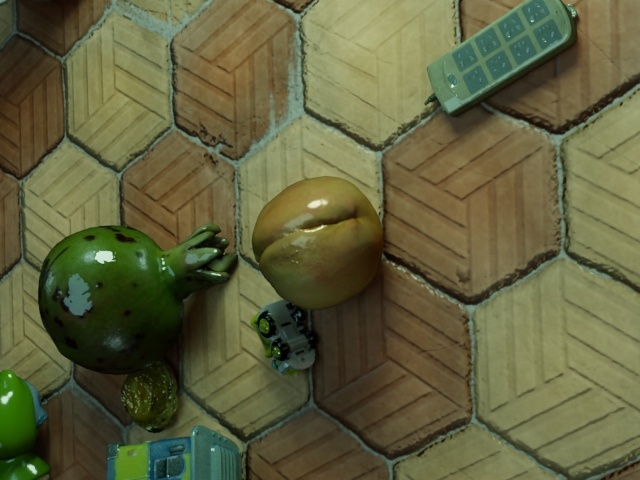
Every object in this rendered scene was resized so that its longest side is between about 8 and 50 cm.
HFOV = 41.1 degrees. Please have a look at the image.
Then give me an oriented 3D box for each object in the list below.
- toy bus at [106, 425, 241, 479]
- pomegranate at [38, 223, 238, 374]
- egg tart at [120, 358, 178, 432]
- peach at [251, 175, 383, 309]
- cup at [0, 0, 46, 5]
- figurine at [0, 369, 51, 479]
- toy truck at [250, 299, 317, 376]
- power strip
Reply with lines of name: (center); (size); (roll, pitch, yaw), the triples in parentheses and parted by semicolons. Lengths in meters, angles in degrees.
toy bus: (-0.214, 0.445, 1.234); (0.190, 0.152, 0.312); (-15, 59, 18)
pomegranate: (-0.294, 0.064, 1.308); (0.306, 0.242, 0.242); (-43, 69, 21)
egg tart: (-0.287, 0.253, 1.408); (0.130, 0.052, 0.130); (-2, 87, 34)
peach: (0.000, 0.000, 1.163); (0.184, 0.184, 0.184); (0, 90, 32)
cup: (-0.505, -0.559, 1.477); (0.347, 0.163, 0.347); (1, 91, 32)
figurine: (-0.562, 0.361, 1.535); (0.162, 0.143, 0.263); (-9, 97, 28)
toy truck: (-0.058, 0.150, 1.259); (0.077, 0.076, 0.111); (-38, 72, 44)
power strip: (0.225, -0.236, 1.104); (0.226, 0.029, 0.080); (-31, 74, 28)
